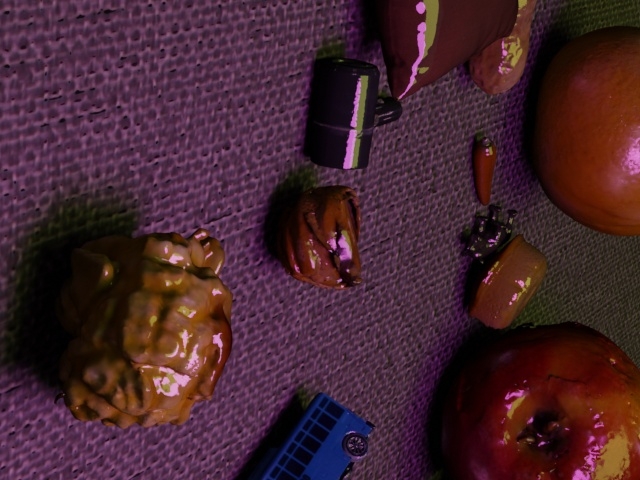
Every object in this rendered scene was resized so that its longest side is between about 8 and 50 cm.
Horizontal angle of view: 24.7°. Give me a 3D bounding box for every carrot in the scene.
[{"bbox_3d":[0.240,-0.099,2.146,0.035,0.035,0.142,-50,150,-37],"label":"carrot"}]

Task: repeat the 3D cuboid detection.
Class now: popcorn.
[{"bbox_3d":[-0.171,0.081,1.381,0.169,0.218,0.189,3,85,-17],"label":"popcorn"}]

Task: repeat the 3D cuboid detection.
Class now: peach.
[{"bbox_3d":[0.372,0.299,2.264,0.416,0.339,0.353,39,62,-68],"label":"peach"}]

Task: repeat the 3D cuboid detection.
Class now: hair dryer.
[{"bbox_3d":[0.059,-0.160,1.766,0.219,0.071,0.124,-21,122,-64],"label":"hair dryer"}]

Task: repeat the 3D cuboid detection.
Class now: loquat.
[{"bbox_3d":[0.494,-0.165,2.234,0.328,0.359,0.328,-13,105,-63],"label":"loquat"}]

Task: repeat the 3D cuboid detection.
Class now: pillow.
[{"bbox_3d":[0.155,-0.356,1.771,0.308,0.108,0.305,-36,129,-50],"label":"pillow"}]

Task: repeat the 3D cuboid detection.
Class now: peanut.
[{"bbox_3d":[0.247,-0.302,1.994,0.099,0.099,0.214,-35,138,-49],"label":"peanut"}]

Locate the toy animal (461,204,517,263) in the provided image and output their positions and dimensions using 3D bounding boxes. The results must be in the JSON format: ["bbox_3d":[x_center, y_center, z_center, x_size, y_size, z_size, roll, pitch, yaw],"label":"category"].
[{"bbox_3d":[0.251,-0.005,2.196,0.136,0.047,0.065,-33,141,-57],"label":"toy animal"}]

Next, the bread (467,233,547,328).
[{"bbox_3d":[0.290,0.055,2.230,0.156,0.086,0.125,-36,157,-54],"label":"bread"}]

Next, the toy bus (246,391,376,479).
[{"bbox_3d":[-0.021,0.288,1.805,0.184,0.106,0.090,-52,176,-34],"label":"toy bus"}]

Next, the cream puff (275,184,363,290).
[{"bbox_3d":[0.000,0.000,1.696,0.133,0.104,0.119,77,8,-53],"label":"cream puff"}]
